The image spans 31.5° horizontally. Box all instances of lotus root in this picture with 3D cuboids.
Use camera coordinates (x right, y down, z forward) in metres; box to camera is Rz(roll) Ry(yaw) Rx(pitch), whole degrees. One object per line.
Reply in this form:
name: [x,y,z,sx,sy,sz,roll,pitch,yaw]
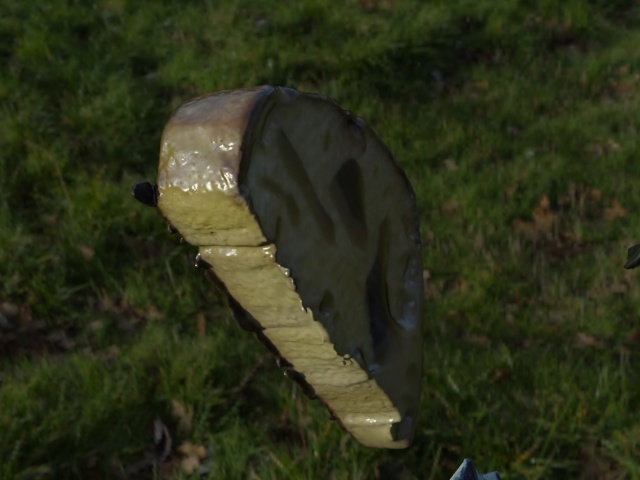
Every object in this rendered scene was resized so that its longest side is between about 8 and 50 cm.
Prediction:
lotus root: [0.000,0.000,0.739,0.074,0.261,0.170,-10,47,36]

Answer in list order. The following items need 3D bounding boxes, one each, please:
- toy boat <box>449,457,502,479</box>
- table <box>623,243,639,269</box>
toy boat: [0.052,0.238,0.721,0.220,0.067,0.291,52,38,2]
table: [0.215,-0.123,0.592,0.317,0.317,0.249,-29,1,-21]
